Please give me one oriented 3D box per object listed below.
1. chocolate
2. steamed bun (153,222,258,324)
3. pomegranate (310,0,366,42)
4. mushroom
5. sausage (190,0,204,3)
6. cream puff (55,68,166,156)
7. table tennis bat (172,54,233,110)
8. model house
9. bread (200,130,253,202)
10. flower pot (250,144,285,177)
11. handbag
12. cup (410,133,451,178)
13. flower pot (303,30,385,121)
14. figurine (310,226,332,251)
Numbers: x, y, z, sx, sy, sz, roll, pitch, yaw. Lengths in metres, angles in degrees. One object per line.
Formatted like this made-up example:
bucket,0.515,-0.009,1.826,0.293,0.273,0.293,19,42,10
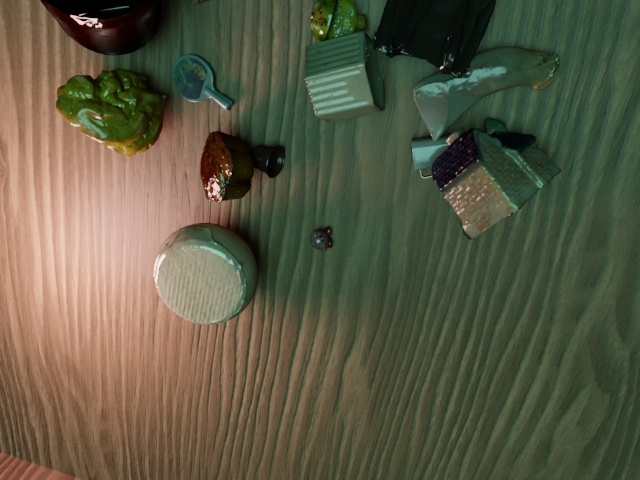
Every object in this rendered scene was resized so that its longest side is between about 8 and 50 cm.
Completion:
chocolate,-0.621,-0.723,1.608,0.383,0.331,0.384,0,74,0
steamed bun,-0.396,0.106,1.931,0.374,0.241,0.375,3,112,8
pomegranate,0.043,-0.648,1.590,0.122,0.169,0.143,29,129,42
mushroom,0.471,-0.453,1.551,0.397,0.126,0.177,-23,106,20
sausage,-0.316,-0.765,1.682,0.198,0.025,0.028,-8,124,18
cream puff,-0.669,-0.447,1.775,0.324,0.291,0.257,42,94,17
table tennis bat,-0.390,-0.511,1.799,0.237,0.038,0.149,38,115,1
model house,0.484,-0.206,1.561,0.284,0.298,0.243,55,141,2
bread,-0.320,-0.238,1.788,0.135,0.247,0.232,4,128,-36
flower pot,-0.184,-0.273,1.812,0.089,0.111,0.111,20,116,23
handbag,0.310,-0.599,1.497,0.285,0.113,0.257,22,87,5
cup,0.345,-0.258,1.676,0.129,0.095,0.128,-6,110,15
flower pot,0.072,-0.472,1.589,0.189,0.209,0.239,-9,123,18
figurine,0.000,0.000,1.883,0.067,0.071,0.083,0,109,59
